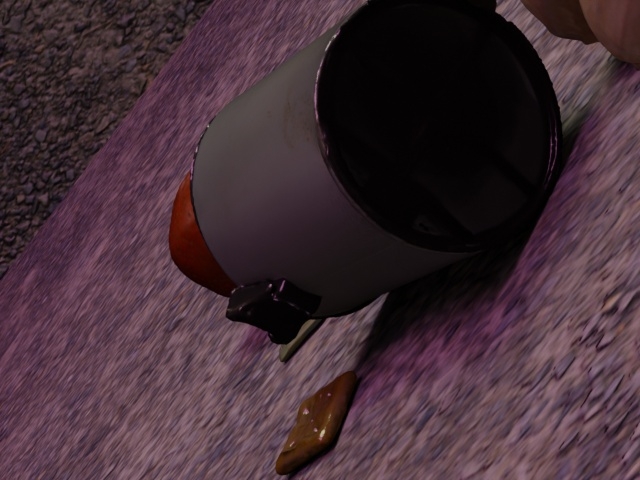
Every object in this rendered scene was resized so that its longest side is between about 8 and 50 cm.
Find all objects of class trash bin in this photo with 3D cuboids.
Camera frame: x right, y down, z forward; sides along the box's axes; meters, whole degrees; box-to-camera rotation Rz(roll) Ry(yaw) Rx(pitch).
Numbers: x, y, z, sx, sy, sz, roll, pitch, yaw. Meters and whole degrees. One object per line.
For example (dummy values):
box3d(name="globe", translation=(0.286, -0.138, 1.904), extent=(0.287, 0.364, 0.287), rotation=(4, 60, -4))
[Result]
box3d(name="trash bin", translation=(0.041, -0.066, 1.634), extent=(0.262, 0.217, 0.277), rotation=(-27, 42, 62))

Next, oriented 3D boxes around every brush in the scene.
box3d(name="brush", translation=(0.008, 0.047, 1.878), extent=(0.178, 0.030, 0.033), rotation=(-48, 25, 26))

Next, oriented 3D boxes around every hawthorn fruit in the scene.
box3d(name="hawthorn fruit", translation=(-0.049, -0.052, 1.990), extent=(0.285, 0.165, 0.165), rotation=(-46, 16, 51))

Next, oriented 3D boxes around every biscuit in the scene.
box3d(name="biscuit", translation=(-0.004, 0.155, 1.684), extent=(0.083, 0.018, 0.081), rotation=(-38, 21, 48))

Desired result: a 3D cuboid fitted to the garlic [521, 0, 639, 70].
box3d(name="garlic", translation=(0.261, -0.274, 1.481), extent=(0.313, 0.286, 0.249), rotation=(-45, -28, 17))
